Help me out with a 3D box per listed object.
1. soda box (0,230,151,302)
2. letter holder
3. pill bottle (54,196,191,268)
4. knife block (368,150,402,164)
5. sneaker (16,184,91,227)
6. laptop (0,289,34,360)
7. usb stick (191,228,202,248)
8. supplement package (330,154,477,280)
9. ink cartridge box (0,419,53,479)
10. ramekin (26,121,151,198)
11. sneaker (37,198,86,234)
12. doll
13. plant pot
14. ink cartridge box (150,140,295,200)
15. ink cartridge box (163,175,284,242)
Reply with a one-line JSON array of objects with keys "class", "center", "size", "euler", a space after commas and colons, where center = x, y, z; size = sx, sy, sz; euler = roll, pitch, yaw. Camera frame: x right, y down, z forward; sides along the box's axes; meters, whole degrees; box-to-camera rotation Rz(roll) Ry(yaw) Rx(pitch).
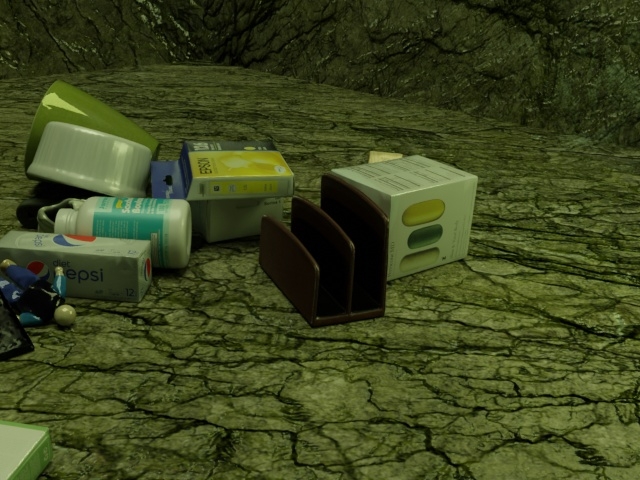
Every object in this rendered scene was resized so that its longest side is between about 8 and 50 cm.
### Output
[{"class": "soda box", "center": [-0.476, 0.048, 1.483], "size": [0.286, 0.098, 0.091], "euler": [4, 21, 3]}, {"class": "letter holder", "center": [0.000, 0.000, 1.508], "size": [0.152, 0.215, 0.302], "euler": [-6, 24, -23]}, {"class": "pill bottle", "center": [-0.404, -0.016, 1.587], "size": [0.264, 0.146, 0.146], "euler": [1, 22, -5]}, {"class": "knife block", "center": [0.156, -0.094, 1.978], "size": [0.088, 0.242, 0.276], "euler": [7, -23, 6]}, {"class": "sneaker", "center": [-0.582, -0.082, 1.810], "size": [0.227, 0.087, 0.130], "euler": [0, 27, 7]}, {"class": "laptop", "center": [-0.654, 0.159, 1.289], "size": [0.234, 0.137, 0.264], "euler": [-17, 55, -41]}, {"class": "usb stick", "center": [-0.380, -0.036, 1.777], "size": [0.278, 0.045, 0.077], "euler": [21, 26, 40]}, {"class": "supplement package", "center": [0.177, -0.056, 1.694], "size": [0.262, 0.199, 0.198], "euler": [-13, 28, -36]}, {"class": "ink cartridge box", "center": [-0.454, 0.297, 0.910], "size": [0.171, 0.056, 0.235], "euler": [6, 25, 10]}, {"class": "ramekin", "center": [-0.534, -0.184, 1.809], "size": [0.277, 0.135, 0.277], "euler": [14, -1, 0]}, {"class": "sneaker", "center": [-0.504, -0.051, 1.678], "size": [0.232, 0.090, 0.115], "euler": [-12, -19, -14]}, {"class": "doll", "center": [-0.511, 0.096, 1.379], "size": [0.189, 0.046, 0.129], "euler": [27, 62, 24]}, {"class": "plant pot", "center": [-0.586, -0.246, 2.038], "size": [0.293, 0.275, 0.275], "euler": [18, 21, -6]}, {"class": "ink cartridge box", "center": [-0.237, -0.168, 1.786], "size": [0.307, 0.072, 0.304], "euler": [0, 23, -14]}, {"class": "ink cartridge box", "center": [-0.240, -0.104, 1.872], "size": [0.201, 0.117, 0.278], "euler": [-10, 25, -30]}]
